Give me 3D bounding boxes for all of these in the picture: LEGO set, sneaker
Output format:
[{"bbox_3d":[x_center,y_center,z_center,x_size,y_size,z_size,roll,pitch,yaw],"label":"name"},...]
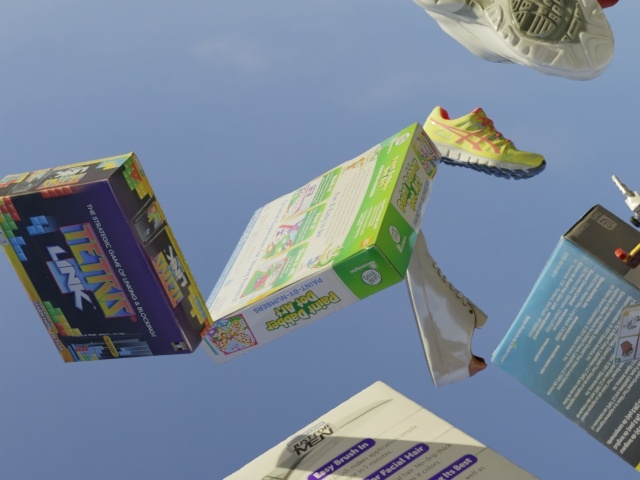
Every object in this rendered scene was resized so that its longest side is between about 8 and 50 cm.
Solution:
[{"bbox_3d":[0.379,0.005,1.096,0.182,0.244,0.060,-10,-141,-7],"label":"LEGO set"},{"bbox_3d":[0.191,-0.207,1.053,0.232,0.090,0.115,39,177,36],"label":"sneaker"},{"bbox_3d":[0.216,0.101,1.907,0.123,0.290,0.106,-15,-170,3],"label":"sneaker"},{"bbox_3d":[0.242,-0.152,1.655,0.208,0.094,0.081,17,177,23],"label":"sneaker"}]

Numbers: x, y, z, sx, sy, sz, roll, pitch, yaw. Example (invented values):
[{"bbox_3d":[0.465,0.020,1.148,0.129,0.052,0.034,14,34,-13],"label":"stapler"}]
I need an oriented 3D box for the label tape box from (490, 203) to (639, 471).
[{"bbox_3d":[0.408,0.151,1.367,0.333,0.241,0.106,38,-135,17],"label":"label tape box"}]

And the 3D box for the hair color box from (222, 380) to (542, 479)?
[{"bbox_3d":[0.083,0.250,0.850,0.185,0.110,0.339,-29,-149,-23],"label":"hair color box"}]

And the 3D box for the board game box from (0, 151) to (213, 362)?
[{"bbox_3d":[-0.186,0.020,0.922,0.141,0.170,0.048,-7,-151,30],"label":"board game box"}]

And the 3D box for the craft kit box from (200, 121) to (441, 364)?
[{"bbox_3d":[0.000,0.000,1.190,0.061,0.246,0.250,49,-147,-18],"label":"craft kit box"}]

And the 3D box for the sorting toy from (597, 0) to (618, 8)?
[{"bbox_3d":[0.202,-0.338,1.087,0.274,0.132,0.046,21,173,-20],"label":"sorting toy"}]
